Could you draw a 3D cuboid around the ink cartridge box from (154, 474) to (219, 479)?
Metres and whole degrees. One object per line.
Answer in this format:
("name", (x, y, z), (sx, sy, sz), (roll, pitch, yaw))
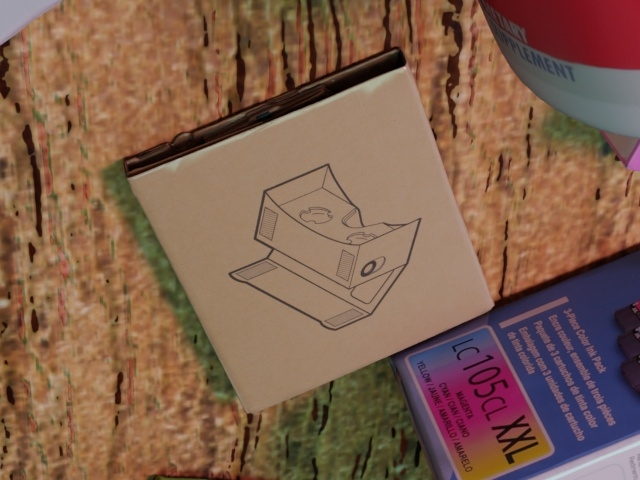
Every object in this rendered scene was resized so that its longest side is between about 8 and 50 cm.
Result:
("ink cartridge box", (-0.063, 0.300, 0.999), (0.097, 0.255, 0.189), (10, 124, -25))

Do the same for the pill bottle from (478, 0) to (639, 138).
("pill bottle", (0.118, -0.252, 0.622), (0.229, 0.229, 0.407), (-26, 131, 4))

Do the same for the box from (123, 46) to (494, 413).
("box", (0.000, 0.000, 0.929), (0.164, 0.021, 0.201), (-23, 131, 0))

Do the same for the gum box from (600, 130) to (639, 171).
("gum box", (0.235, -0.113, 0.885), (0.107, 0.062, 0.188), (9, 125, -25))

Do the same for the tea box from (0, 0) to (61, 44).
("tea box", (-0.238, -0.188, 0.489), (0.323, 0.220, 0.329), (28, 142, -33))

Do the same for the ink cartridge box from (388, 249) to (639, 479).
("ink cartridge box", (0.273, 0.125, 1.037), (0.395, 0.151, 0.270), (-21, 132, 1))
